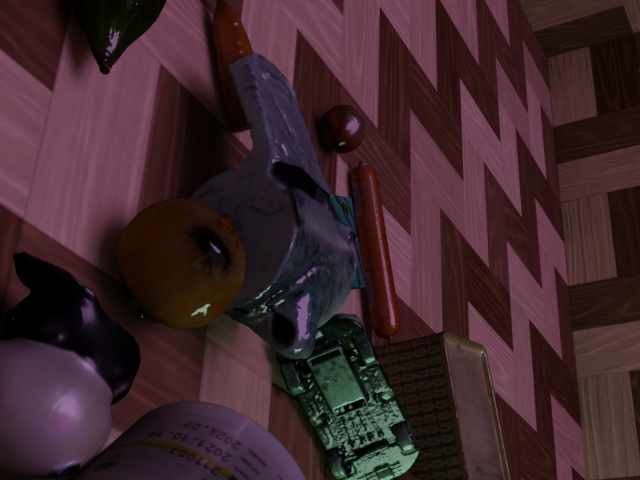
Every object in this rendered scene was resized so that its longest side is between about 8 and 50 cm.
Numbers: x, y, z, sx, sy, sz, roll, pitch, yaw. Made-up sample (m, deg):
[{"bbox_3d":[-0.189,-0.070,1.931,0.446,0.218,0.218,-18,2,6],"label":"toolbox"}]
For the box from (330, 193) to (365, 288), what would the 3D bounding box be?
[{"bbox_3d":[0.000,0.000,1.551,0.226,0.042,0.161,7,73,-62],"label":"box"}]

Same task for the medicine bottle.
[{"bbox_3d":[-0.148,0.301,0.887,0.232,0.238,0.238,-41,115,-62],"label":"medicine bottle"}]

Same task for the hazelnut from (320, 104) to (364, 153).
[{"bbox_3d":[0.040,-0.197,1.685,0.086,0.086,0.086,38,46,-53],"label":"hazelnut"}]

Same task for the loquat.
[{"bbox_3d":[-0.161,0.028,1.095,0.163,0.163,0.137,63,-13,-27],"label":"loquat"}]

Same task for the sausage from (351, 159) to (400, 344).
[{"bbox_3d":[0.098,0.019,1.722,0.053,0.053,0.348,21,58,-60],"label":"sausage"}]

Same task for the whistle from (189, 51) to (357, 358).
[{"bbox_3d":[-0.056,-0.052,1.248,0.168,0.188,0.405,30,68,-56],"label":"whistle"}]

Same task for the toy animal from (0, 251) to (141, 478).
[{"bbox_3d":[-0.258,0.127,0.880,0.166,0.138,0.179,36,48,-19],"label":"toy animal"}]

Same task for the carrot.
[{"bbox_3d":[-0.122,-0.264,1.397,0.072,0.072,0.205,-14,90,-64],"label":"carrot"}]

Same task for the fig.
[{"bbox_3d":[-0.247,-0.275,1.121,0.117,0.117,0.177,38,62,-52],"label":"fig"}]

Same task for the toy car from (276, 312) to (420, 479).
[{"bbox_3d":[0.043,0.231,1.439,0.125,0.136,0.306,-101,166,-61],"label":"toy car"}]

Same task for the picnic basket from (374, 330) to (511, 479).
[{"bbox_3d":[0.198,0.336,1.657,0.228,0.175,0.313,25,52,-58],"label":"picnic basket"}]
